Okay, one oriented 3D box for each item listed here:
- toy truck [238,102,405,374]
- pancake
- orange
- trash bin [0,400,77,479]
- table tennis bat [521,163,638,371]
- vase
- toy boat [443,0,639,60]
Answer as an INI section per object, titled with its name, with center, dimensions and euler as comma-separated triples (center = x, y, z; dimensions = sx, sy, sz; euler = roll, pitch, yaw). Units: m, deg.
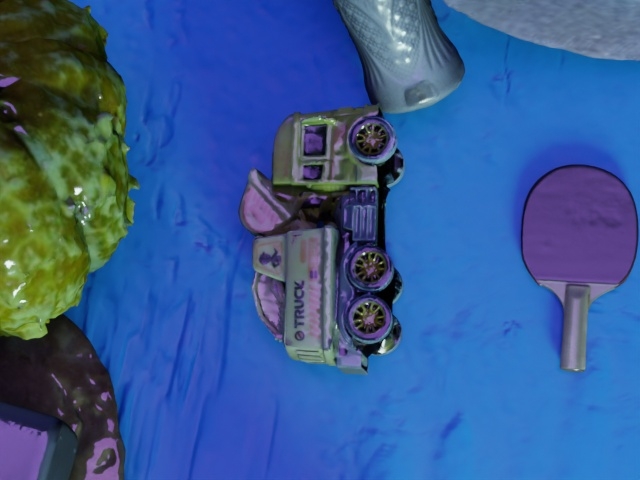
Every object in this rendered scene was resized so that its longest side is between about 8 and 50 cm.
[toy truck]
center = 0.000, 0.000, 1.165
dimensions = 0.116, 0.085, 0.191
euler = 0, 80, 7
[pancake]
center = -0.248, 0.150, 1.159
dimensions = 0.242, 0.050, 0.242
euler = -1, 74, 2
[orange]
center = -0.266, -0.056, 1.111
dimensions = 0.300, 0.223, 0.301
euler = -34, 73, -24
[trash bin]
center = -0.298, 0.171, 1.080
dimensions = 0.236, 0.101, 0.176
euler = 12, 73, 5
[table tennis bat]
center = 0.190, 0.019, 1.189
dimensions = 0.087, 0.013, 0.156
euler = 5, 78, 2
[vase]
center = 0.033, -0.198, 1.148
dimensions = 0.096, 0.096, 0.219
euler = -28, 118, -4
[toy boat]
center = 0.203, -0.258, 1.174
dimensions = 0.276, 0.111, 0.293
euler = 24, 65, -16
